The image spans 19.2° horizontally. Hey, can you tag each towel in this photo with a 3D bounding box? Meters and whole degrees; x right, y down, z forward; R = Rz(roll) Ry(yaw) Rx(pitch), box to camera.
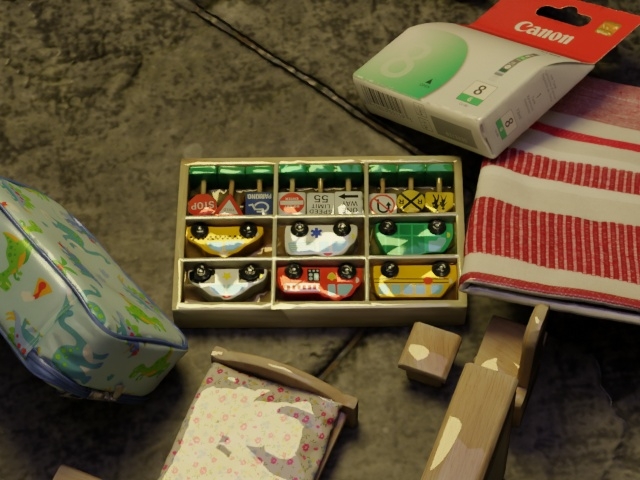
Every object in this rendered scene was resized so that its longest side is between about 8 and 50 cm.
[{"bbox_3d":[0.261,-0.047,1.709,0.237,0.037,0.329,9,40,8],"label":"towel"}]

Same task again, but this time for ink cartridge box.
[{"bbox_3d":[0.170,-0.183,1.804,0.224,0.056,0.181,-43,40,-20],"label":"ink cartridge box"}]

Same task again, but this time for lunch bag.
[{"bbox_3d":[-0.225,0.046,1.644,0.090,0.176,0.219,-48,67,11],"label":"lunch bag"}]

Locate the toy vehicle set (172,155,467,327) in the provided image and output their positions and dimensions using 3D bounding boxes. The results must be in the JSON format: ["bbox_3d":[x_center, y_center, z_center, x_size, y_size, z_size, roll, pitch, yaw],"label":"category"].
[{"bbox_3d":[0.000,0.000,1.744,0.266,0.035,0.166,-1,58,0],"label":"toy vehicle set"}]

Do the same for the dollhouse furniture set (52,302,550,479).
[{"bbox_3d":[-0.019,0.133,1.582,0.355,0.174,0.303,18,60,12],"label":"dollhouse furniture set"}]
